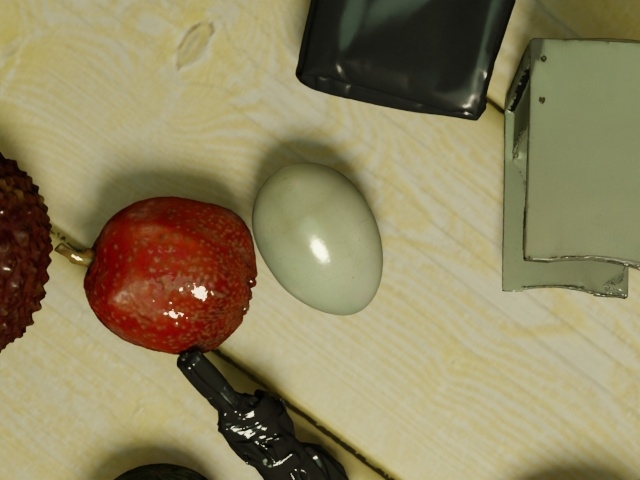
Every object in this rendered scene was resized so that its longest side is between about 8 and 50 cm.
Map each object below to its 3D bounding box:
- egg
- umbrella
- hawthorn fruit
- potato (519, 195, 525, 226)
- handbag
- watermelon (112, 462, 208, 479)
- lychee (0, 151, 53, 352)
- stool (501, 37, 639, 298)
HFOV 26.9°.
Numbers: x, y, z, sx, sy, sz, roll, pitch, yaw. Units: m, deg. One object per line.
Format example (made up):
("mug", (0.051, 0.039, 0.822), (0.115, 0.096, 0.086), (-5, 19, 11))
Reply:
("egg", (0.000, 0.000, 1.696), (0.151, 0.151, 0.209), (-28, 104, 5))
("umbrella", (-0.071, 0.258, 1.708), (0.118, 0.118, 0.340), (-37, 119, 6))
("hawthorn fruit", (-0.207, 0.037, 1.684), (0.253, 0.205, 0.205), (15, 98, -2))
("potato", (0.272, -0.039, 1.735), (0.046, 0.045, 0.092), (28, 90, 15))
("handbag", (0.134, -0.304, 1.637), (0.275, 0.178, 0.301), (16, 97, 15))
("watermelon", (-0.207, 0.397, 1.728), (0.212, 0.212, 0.212), (0, 98, 2))
("lychee", (-0.466, 0.010, 1.657), (0.276, 0.275, 0.304), (-11, 115, 3))
("stool", (0.312, -0.081, 1.595), (0.170, 0.243, 0.269), (4, 79, 2))
